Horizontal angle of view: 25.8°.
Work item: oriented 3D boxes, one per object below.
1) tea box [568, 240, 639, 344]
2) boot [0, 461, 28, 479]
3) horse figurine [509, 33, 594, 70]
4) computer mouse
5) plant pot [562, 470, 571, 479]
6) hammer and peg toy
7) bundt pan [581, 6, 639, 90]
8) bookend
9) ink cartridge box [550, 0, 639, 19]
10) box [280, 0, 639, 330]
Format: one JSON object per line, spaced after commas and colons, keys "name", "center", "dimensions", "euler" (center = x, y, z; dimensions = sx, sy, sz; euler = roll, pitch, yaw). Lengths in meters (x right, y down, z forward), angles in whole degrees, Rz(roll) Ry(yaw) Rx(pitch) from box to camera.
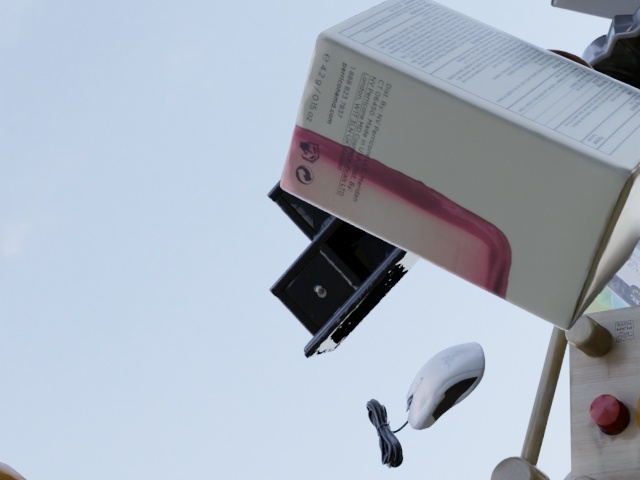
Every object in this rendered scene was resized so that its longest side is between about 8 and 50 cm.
{"name": "tea box", "center": [0.525, 0.065, 2.130], "dimensions": [0.220, 0.329, 0.323], "euler": [-18, -62, -12]}
{"name": "boot", "center": [-0.463, 0.412, 1.747], "dimensions": [0.295, 0.211, 0.104], "euler": [-59, 11, -23]}
{"name": "horse figurine", "center": [0.268, -0.105, 1.533], "dimensions": [0.174, 0.066, 0.263], "euler": [-14, -58, -3]}
{"name": "computer mouse", "center": [0.120, 0.182, 1.652], "dimensions": [0.042, 0.106, 0.193], "euler": [26, -57, -26]}
{"name": "plant pot", "center": [0.445, 0.385, 1.995], "dimensions": [0.236, 0.236, 0.032], "euler": [-38, -44, -21]}
{"name": "hammer and peg toy", "center": [0.344, 0.188, 1.542], "dimensions": [0.127, 0.361, 0.266], "euler": [30, -124, -49]}
{"name": "bundt pan", "center": [0.475, -0.185, 1.827], "dimensions": [0.331, 0.124, 0.331], "euler": [1, -54, 2]}
{"name": "bookend", "center": [0.000, 0.000, 1.335], "dimensions": [0.156, 0.157, 0.072], "euler": [-47, -15, 18]}
{"name": "ink cartridge box", "center": [0.446, -0.388, 2.026], "dimensions": [0.289, 0.211, 0.121], "euler": [-53, -25, -71]}
{"name": "box", "center": [0.113, -0.062, 0.972], "dimensions": [0.148, 0.232, 0.127], "euler": [-35, -33, -53]}
